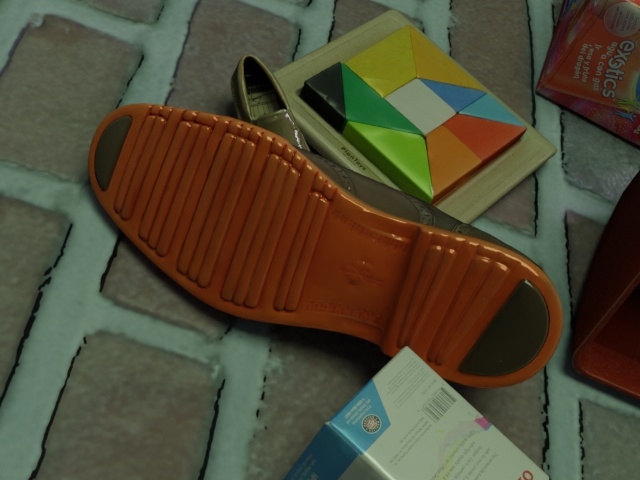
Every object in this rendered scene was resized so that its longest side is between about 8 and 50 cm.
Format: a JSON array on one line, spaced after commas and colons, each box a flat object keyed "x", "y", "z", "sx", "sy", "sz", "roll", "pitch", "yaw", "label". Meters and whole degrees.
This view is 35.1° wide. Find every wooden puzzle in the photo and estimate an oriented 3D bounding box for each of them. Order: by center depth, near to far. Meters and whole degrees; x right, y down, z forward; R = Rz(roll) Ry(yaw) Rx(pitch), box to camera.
[{"x": 0.086, "y": -0.116, "z": 0.927, "sx": 0.221, "sy": 0.044, "sz": 0.239, "roll": 44, "pitch": 47, "yaw": 13, "label": "wooden puzzle"}]

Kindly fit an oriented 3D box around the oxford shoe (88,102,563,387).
[{"x": 0.000, "y": 0.000, "z": 0.760, "sx": 0.364, "sy": 0.129, "sz": 0.133, "roll": 26, "pitch": 12, "yaw": 5, "label": "oxford shoe"}]

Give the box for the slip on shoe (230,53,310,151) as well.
[{"x": -0.039, "y": -0.091, "z": 0.828, "sx": 0.052, "sy": 0.041, "sz": 0.135, "roll": -14, "pitch": 70, "yaw": -10, "label": "slip on shoe"}]

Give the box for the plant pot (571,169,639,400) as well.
[{"x": 0.385, "y": -0.005, "z": 0.848, "sx": 0.267, "sy": 0.267, "sz": 0.235, "roll": 24, "pitch": 34, "yaw": -6, "label": "plant pot"}]

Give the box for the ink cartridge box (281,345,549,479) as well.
[{"x": 0.066, "y": 0.160, "z": 0.648, "sx": 0.143, "sy": 0.090, "sz": 0.092, "roll": 43, "pitch": 47, "yaw": 11, "label": "ink cartridge box"}]

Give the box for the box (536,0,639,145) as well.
[{"x": 0.360, "y": -0.256, "z": 1.113, "sx": 0.154, "sy": 0.142, "sz": 0.300, "roll": 28, "pitch": 46, "yaw": -3, "label": "box"}]
